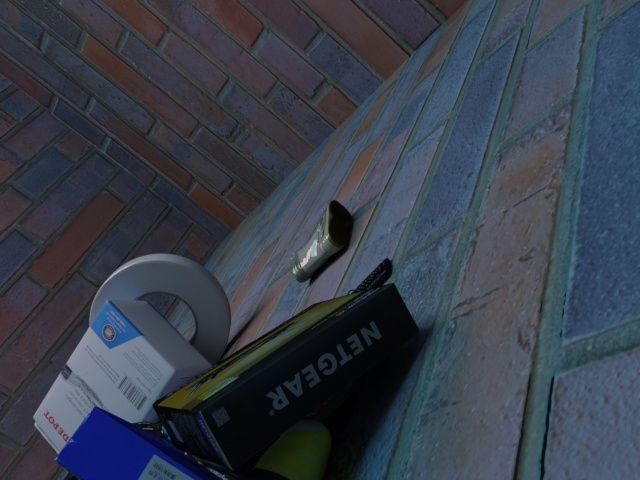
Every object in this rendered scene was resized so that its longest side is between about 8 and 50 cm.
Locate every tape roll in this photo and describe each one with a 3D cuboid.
[{"bbox_3d":[-0.447,0.231,1.730,0.392,0.392,0.072,-49,13,7],"label":"tape roll"}]

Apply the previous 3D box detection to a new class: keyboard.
[{"bbox_3d":[0.054,0.106,1.122,0.192,0.038,0.100,-49,13,14],"label":"keyboard"}]

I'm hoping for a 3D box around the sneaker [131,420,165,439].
[{"bbox_3d":[-0.379,0.491,1.281,0.271,0.100,0.107,-112,30,-56],"label":"sneaker"}]

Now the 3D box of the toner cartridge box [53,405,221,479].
[{"bbox_3d":[-0.213,0.325,0.836,0.075,0.165,0.347,-55,-13,-20],"label":"toner cartridge box"}]

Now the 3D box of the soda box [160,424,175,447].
[{"bbox_3d":[-0.328,0.454,1.404,0.210,0.067,0.071,-37,19,46],"label":"soda box"}]

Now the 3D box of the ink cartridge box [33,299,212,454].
[{"bbox_3d":[-0.514,0.393,1.583,0.394,0.285,0.166,-55,-23,9],"label":"ink cartridge box"}]

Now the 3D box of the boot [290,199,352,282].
[{"bbox_3d":[0.000,0.000,1.532,0.165,0.077,0.213,-47,16,27],"label":"boot"}]

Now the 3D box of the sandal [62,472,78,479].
[{"bbox_3d":[-0.587,0.599,1.884,0.446,0.107,0.167,-43,7,-25],"label":"sandal"}]

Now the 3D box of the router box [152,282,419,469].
[{"bbox_3d":[-0.053,0.177,0.842,0.309,0.081,0.243,-29,3,-30],"label":"router box"}]

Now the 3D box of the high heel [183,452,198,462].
[{"bbox_3d":[-0.283,0.428,1.200,0.082,0.117,0.244,-40,17,41],"label":"high heel"}]

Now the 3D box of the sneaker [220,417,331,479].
[{"bbox_3d":[-0.070,0.363,0.675,0.147,0.145,0.384,6,37,29],"label":"sneaker"}]

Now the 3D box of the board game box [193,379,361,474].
[{"bbox_3d":[-0.090,0.280,0.977,0.214,0.046,0.317,-37,5,-27],"label":"board game box"}]
